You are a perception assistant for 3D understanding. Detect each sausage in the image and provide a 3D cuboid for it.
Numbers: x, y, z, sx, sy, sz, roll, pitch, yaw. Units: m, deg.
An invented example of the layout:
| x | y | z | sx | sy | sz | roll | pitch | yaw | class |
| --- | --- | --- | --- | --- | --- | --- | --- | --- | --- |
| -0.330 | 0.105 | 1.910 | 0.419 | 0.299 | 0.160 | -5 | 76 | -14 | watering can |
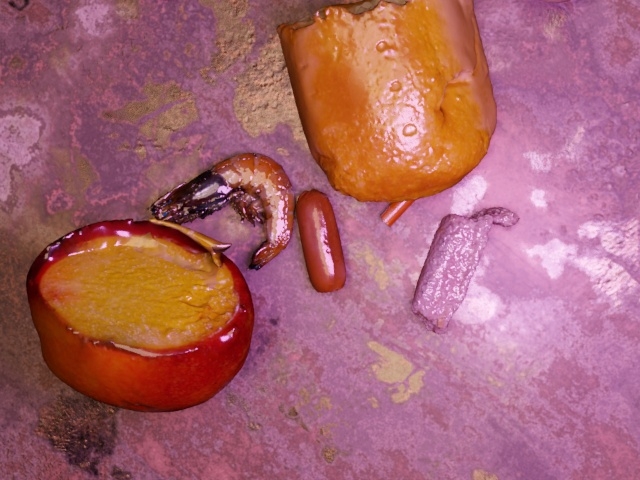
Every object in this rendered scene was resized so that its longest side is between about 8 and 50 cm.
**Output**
| x | y | z | sx | sy | sz | roll | pitch | yaw | class |
| --- | --- | --- | --- | --- | --- | --- | --- | --- | --- |
| 0.000 | 0.000 | 1.848 | 0.076 | 0.076 | 0.197 | -11 | 87 | 10 | sausage |
| 0.156 | -0.073 | 1.842 | 0.031 | 0.031 | 0.107 | 43 | 97 | 7 | sausage |

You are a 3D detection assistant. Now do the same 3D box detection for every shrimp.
| x | y | z | sx | sy | sz | roll | pitch | yaw | class |
| --- | --- | --- | --- | --- | --- | --- | --- | --- | --- |
| -0.183 | -0.037 | 1.886 | 0.290 | 0.054 | 0.222 | -21 | 87 | 1 | shrimp |

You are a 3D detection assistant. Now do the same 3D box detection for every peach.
| x | y | z | sx | sy | sz | roll | pitch | yaw | class |
| --- | --- | --- | --- | --- | --- | --- | --- | --- | --- |
| -0.324 | 0.144 | 1.787 | 0.406 | 0.310 | 0.335 | 10 | 54 | -1 | peach |

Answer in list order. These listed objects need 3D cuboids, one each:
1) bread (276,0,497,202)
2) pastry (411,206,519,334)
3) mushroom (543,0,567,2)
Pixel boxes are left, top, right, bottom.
| x | y | z | sx | sy | sz | roll | pitch | yaw | class |
| --- | --- | --- | --- | --- | --- | --- | --- | --- | --- |
| 0.128 | -0.264 | 1.735 | 0.361 | 0.250 | 0.394 | -14 | 89 | 10 | bread |
| 0.242 | 0.037 | 1.791 | 0.112 | 0.103 | 0.265 | 32 | 89 | -9 | pastry |
| 0.389 | -0.521 | 1.741 | 0.215 | 0.207 | 0.207 | 3 | 91 | 45 | mushroom |
